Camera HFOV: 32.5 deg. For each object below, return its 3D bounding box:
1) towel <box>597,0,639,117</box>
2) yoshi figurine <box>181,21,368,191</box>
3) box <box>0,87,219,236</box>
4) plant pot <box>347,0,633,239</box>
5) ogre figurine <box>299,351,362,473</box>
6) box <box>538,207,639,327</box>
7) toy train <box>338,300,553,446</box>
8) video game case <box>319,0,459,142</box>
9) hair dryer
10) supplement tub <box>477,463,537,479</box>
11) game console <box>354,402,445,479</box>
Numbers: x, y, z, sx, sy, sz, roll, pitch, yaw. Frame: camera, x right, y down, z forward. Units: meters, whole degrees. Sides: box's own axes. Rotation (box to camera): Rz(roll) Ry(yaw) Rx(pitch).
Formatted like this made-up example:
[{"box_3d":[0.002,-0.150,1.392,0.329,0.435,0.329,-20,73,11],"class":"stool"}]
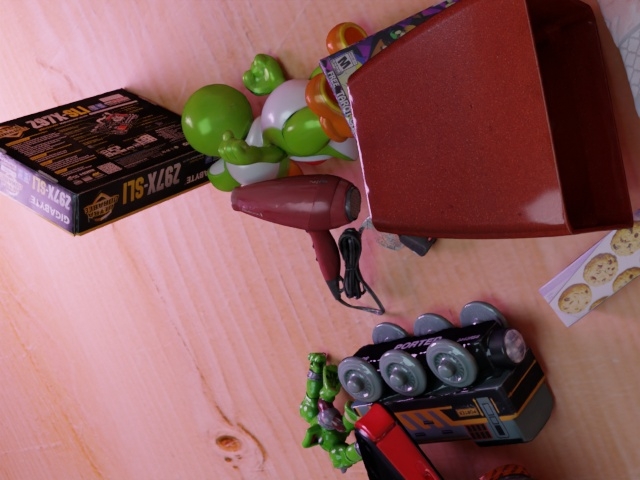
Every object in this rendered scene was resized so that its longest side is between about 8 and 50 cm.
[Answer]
[{"box_3d":[0.396,-0.324,1.072,0.332,0.053,0.317,-39,49,44],"class":"towel"},{"box_3d":[-0.082,-0.184,1.579,0.362,0.203,0.203,-27,75,47],"class":"yoshi figurine"},{"box_3d":[-0.345,-0.134,1.726,0.257,0.322,0.079,25,123,30],"class":"box"},{"box_3d":[0.182,-0.120,1.233,0.235,0.267,0.267,-12,86,29],"class":"plant pot"},{"box_3d":[0.022,0.284,1.762,0.197,0.097,0.118,40,127,17],"class":"ogre figurine"},{"box_3d":[0.393,-0.006,1.319,0.067,0.063,0.324,52,134,9],"class":"box"},{"box_3d":[0.171,0.209,1.575,0.334,0.142,0.190,-18,107,45],"class":"toy train"},{"box_3d":[0.140,-0.169,1.395,0.210,0.042,0.232,-25,93,3],"class":"video game case"},{"box_3d":[0.000,0.000,1.592,0.293,0.080,0.224,33,131,-5],"class":"hair dryer"},{"box_3d":[0.289,0.415,1.533,0.190,0.117,0.117,-117,34,-45],"class":"supplement tub"},{"box_3d":[0.181,0.422,1.550,0.342,0.060,0.387,46,165,32],"class":"game console"}]
